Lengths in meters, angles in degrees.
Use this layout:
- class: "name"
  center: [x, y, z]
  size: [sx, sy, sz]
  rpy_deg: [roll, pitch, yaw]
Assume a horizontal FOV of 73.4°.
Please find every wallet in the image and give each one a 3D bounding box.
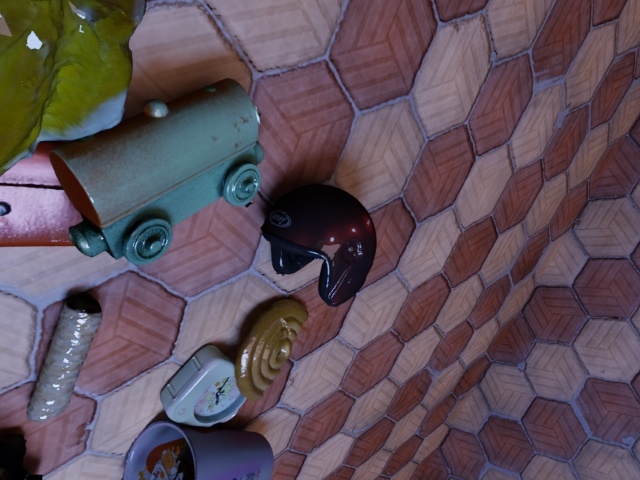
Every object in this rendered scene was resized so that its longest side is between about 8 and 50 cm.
- class: "wallet"
  center: [-0.376, -0.054, 0.500]
  size: [0.204, 0.045, 0.142]
  rpy_deg: [-1, 119, -40]

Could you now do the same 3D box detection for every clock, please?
- class: "clock"
  center: [-0.215, 0.307, 0.881]
  size: [0.151, 0.062, 0.191]
  rpy_deg: [-48, 138, -6]

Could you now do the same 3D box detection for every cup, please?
- class: "cup"
  center: [-0.236, 0.486, 0.912]
  size: [0.203, 0.203, 0.288]
  rpy_deg: [-54, 144, 3]

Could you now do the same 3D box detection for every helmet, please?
- class: "helmet"
  center: [0.000, 0.000, 0.754]
  size: [0.216, 0.189, 0.193]
  rpy_deg: [24, 92, -43]

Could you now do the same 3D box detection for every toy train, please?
- class: "toy train"
  center: [-0.189, -0.095, 0.545]
  size: [0.285, 0.116, 0.177]
  rpy_deg: [-38, 145, -33]

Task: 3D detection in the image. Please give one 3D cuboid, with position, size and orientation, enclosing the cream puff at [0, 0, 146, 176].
- class: "cream puff"
  center: [-0.300, -0.204, 0.292]
  size: [0.378, 0.275, 0.378]
  rpy_deg: [-21, 130, -27]

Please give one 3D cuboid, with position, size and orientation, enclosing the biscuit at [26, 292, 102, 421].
- class: "biscuit"
  center: [-0.386, 0.181, 0.651]
  size: [0.061, 0.055, 0.219]
  rpy_deg: [9, 112, -55]

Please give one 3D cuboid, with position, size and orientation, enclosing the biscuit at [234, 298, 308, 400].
- class: "biscuit"
  center: [-0.103, 0.210, 0.880]
  size: [0.224, 0.033, 0.144]
  rpy_deg: [-57, 141, -23]

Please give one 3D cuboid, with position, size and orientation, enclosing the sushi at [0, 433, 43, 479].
- class: "sushi"
  center: [-0.524, 0.380, 0.586]
  size: [0.227, 0.215, 0.212]
  rpy_deg: [25, 96, -26]
